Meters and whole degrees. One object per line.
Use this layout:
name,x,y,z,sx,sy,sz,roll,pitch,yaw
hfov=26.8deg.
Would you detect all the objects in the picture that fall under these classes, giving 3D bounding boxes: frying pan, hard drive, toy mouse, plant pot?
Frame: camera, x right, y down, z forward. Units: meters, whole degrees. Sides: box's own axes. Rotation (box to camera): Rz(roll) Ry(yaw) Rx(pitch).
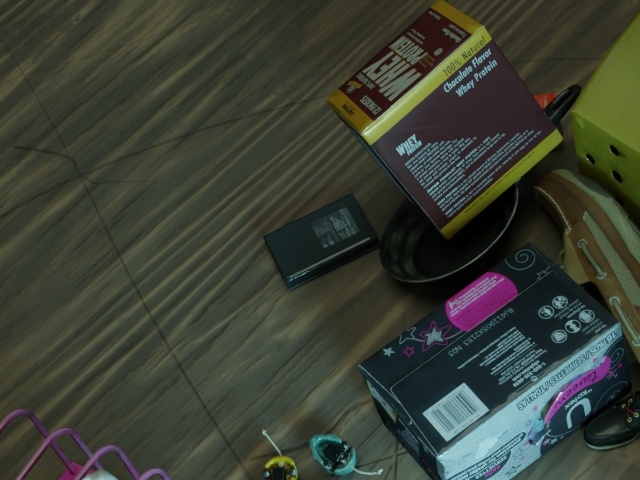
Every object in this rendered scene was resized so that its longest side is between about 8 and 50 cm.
frying pan,0.196,-0.064,1.714,0.197,0.053,0.326,2,50,46
hard drive,0.000,0.000,1.778,0.135,0.022,0.094,-26,48,-2
toy mouse,0.005,0.279,1.537,0.143,0.031,0.161,-12,49,11
plant pot,0.418,-0.127,1.598,0.187,0.212,0.212,-37,49,-14

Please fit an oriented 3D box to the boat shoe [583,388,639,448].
boat shoe,0.349,0.187,1.482,0.133,0.042,0.049,-24,50,2

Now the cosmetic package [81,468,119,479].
cosmetic package,-0.119,0.452,1.126,0.393,0.329,0.327,37,77,10

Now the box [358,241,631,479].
box,0.198,0.154,1.497,0.247,0.142,0.163,-35,50,-9

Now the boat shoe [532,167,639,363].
boat shoe,0.330,0.034,1.564,0.120,0.122,0.324,-38,41,2

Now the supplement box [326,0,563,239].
supplement box,0.151,-0.148,1.638,0.191,0.194,0.129,-41,31,2

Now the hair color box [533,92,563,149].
hair color box,0.246,-0.148,1.779,0.141,0.072,0.043,-7,51,14

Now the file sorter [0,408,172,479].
file sorter,-0.254,0.337,1.483,0.290,0.182,0.202,16,58,31
